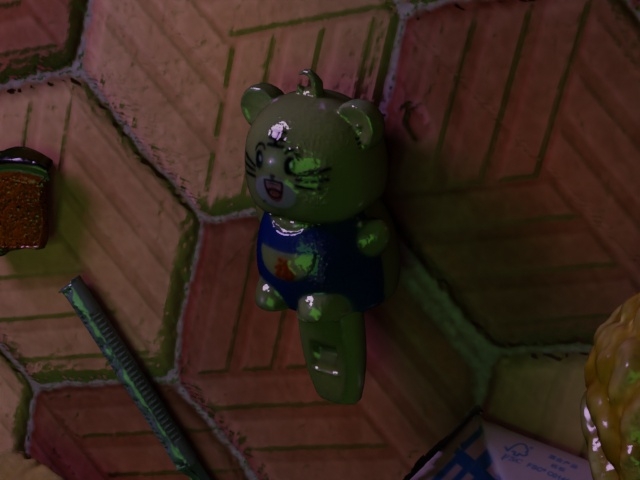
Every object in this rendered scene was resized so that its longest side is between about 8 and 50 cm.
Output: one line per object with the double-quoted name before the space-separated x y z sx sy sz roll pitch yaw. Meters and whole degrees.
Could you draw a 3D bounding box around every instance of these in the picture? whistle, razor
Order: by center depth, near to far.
"whistle" 0.000 0.000 1.216 0.105 0.085 0.227 14 120 36
"razor" -0.124 0.119 1.385 0.084 0.036 0.211 -23 94 56

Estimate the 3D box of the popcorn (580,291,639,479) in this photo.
"popcorn" 0.240 0.112 1.068 0.169 0.189 0.218 -29 89 30

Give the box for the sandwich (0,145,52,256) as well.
"sandwich" -0.220 -0.025 1.376 0.069 0.026 0.101 22 125 16

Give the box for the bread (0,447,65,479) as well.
"bread" -0.115 0.282 1.411 0.361 0.077 0.138 28 139 18

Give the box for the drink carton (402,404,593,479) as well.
"drink carton" 0.092 0.296 1.232 0.132 0.194 0.324 22 122 23
